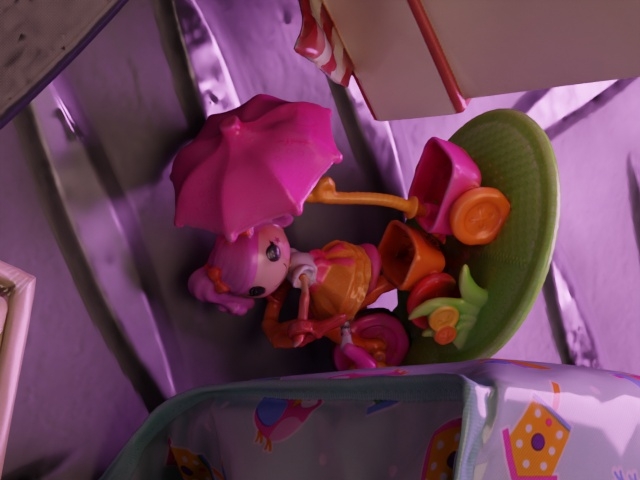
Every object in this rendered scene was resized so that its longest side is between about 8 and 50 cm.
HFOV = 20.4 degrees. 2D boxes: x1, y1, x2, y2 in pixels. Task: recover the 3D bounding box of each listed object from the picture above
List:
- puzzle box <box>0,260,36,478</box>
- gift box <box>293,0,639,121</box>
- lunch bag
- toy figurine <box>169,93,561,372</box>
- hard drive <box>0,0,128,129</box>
[{"bbox_3d":[-0.281,0.063,0.558,0.409,0.052,0.272,28,57,-39],"label":"puzzle box"},{"bbox_3d":[0.087,-0.207,0.736,0.276,0.258,0.255,-53,128,-44],"label":"gift box"},{"bbox_3d":[0.050,0.136,0.776,0.223,0.262,0.160,9,77,-39],"label":"lunch bag"},{"bbox_3d":[0.000,0.000,0.827,0.159,0.130,0.173,15,113,-27],"label":"toy figurine"},{"bbox_3d":[-0.140,-0.116,0.596,0.255,0.054,0.172,-46,117,-6],"label":"hard drive"}]
